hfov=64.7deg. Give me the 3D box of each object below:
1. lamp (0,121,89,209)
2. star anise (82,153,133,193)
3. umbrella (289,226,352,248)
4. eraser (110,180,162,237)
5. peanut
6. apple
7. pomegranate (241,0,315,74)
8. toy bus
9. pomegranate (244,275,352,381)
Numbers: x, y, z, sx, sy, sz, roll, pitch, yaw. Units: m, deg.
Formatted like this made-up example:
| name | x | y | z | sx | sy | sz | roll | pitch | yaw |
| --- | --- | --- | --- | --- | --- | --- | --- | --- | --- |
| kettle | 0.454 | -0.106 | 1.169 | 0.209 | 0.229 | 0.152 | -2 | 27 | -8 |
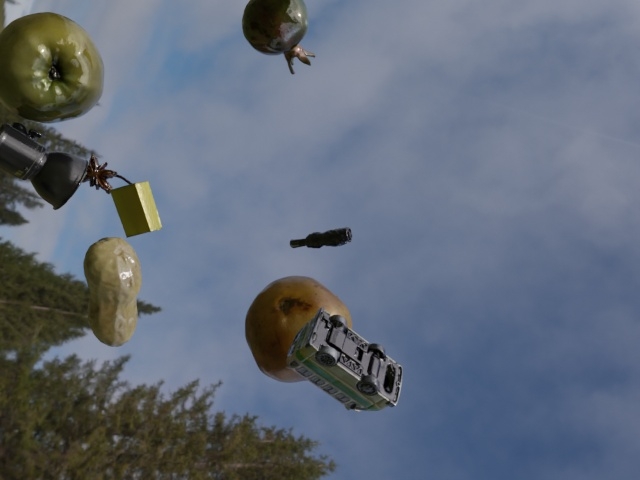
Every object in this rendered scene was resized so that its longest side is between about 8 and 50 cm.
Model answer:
| name | x | y | z | sx | sy | sz | roll | pitch | yaw |
| --- | --- | --- | --- | --- | --- | --- | --- | --- | --- |
| lamp | -0.700 | -0.199 | 1.213 | 0.147 | 0.227 | 0.172 | -34 | -140 | 23 |
| star anise | -0.654 | -0.193 | 1.549 | 0.070 | 0.190 | 0.098 | 171 | -58 | -80 |
| umbrella | -0.003 | 0.004 | 1.704 | 0.248 | 0.071 | 0.071 | -12 | -113 | 29 |
| eraser | -0.444 | -0.074 | 1.218 | 0.097 | 0.045 | 0.123 | -8 | -78 | 30 |
| peanut | -0.456 | 0.120 | 1.117 | 0.123 | 0.123 | 0.257 | 24 | -65 | 52 |
| apple | -0.647 | -0.404 | 1.211 | 0.262 | 0.262 | 0.263 | -21 | -118 | 46 |
| pomegranate | -0.102 | -0.558 | 1.352 | 0.181 | 0.224 | 0.182 | -22 | -138 | 21 |
| toy bus | 0.063 | 0.349 | 1.400 | 0.179 | 0.305 | 0.143 | -44 | -164 | 37 |
| pomegranate | -0.079 | 0.335 | 1.907 | 0.416 | 0.416 | 0.417 | -21 | -118 | 46 |
